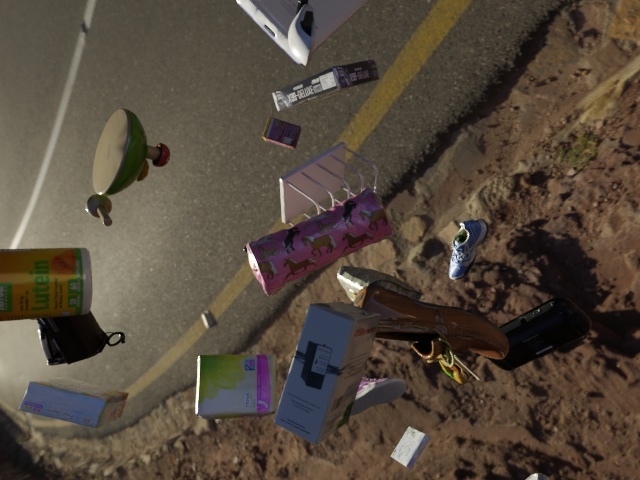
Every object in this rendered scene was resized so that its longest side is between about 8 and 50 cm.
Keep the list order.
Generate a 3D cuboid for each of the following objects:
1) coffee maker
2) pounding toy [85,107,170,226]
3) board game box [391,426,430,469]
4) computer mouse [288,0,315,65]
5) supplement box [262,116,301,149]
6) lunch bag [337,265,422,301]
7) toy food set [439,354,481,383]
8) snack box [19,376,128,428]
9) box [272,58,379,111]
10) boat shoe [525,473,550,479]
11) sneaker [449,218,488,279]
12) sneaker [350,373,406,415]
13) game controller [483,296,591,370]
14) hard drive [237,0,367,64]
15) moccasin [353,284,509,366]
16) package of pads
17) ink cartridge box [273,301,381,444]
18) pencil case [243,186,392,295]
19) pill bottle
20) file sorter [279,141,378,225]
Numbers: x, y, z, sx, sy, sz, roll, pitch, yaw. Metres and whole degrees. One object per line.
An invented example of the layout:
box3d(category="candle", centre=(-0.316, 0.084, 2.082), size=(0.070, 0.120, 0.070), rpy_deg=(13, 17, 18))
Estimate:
box3d(category="coffee maker", centre=(-0.557, 0.169, 1.140), size=(0.120, 0.171, 0.178), rpy_deg=(38, 145, 55))
box3d(category="pounding toy", centre=(-0.395, -0.146, 1.068), size=(0.183, 0.110, 0.236), rpy_deg=(18, 93, 50))
box3d(category="board game box", centre=(0.225, 0.520, 1.279), size=(0.020, 0.090, 0.090), rpy_deg=(39, 164, -8))
box3d(category="computer mouse", centre=(-0.036, -0.393, 0.925), size=(0.106, 0.042, 0.192), rpy_deg=(113, 161, -47))
box3d(category="supplement box", centre=(-0.095, -0.265, 1.259), size=(0.083, 0.043, 0.054), rpy_deg=(19, 90, 1))
box3d(category="lunch bag", centre=(0.223, 0.206, 2.075), size=(0.235, 0.287, 0.168), rpy_deg=(27, 93, 60))
box3d(category="toy food set", centre=(0.445, 0.429, 1.701), size=(0.132, 0.038, 0.192), rpy_deg=(44, 168, 2))
box3d(category="snack box", centre=(-0.574, 0.380, 1.209), size=(0.207, 0.175, 0.070), rpy_deg=(114, 170, -75))
box3d(category="box", centre=(0.018, -0.555, 1.828), size=(0.308, 0.242, 0.076), rpy_deg=(-5, 107, 45))
box3d(category="boat shoe", centre=(0.349, 0.490, 0.941), size=(0.063, 0.184, 0.066), rpy_deg=(49, 168, 9))
box3d(category="sneaker", centre=(0.433, 0.025, 1.563), size=(0.080, 0.081, 0.211), rpy_deg=(-127, 46, -55))
box3d(category="sneaker", centre=(0.206, 0.575, 2.038), size=(0.282, 0.161, 0.102), rpy_deg=(-25, 116, 18))
box3d(category="game controller", centre=(0.626, 0.284, 1.509), size=(0.319, 0.167, 0.067), rpy_deg=(-40, 30, 33))
box3d(category="hard drive", centre=(-0.036, -0.614, 1.302), size=(0.210, 0.318, 0.040), rpy_deg=(44, 149, -10))
box3d(category="moccasin", centre=(0.254, 0.217, 1.168), size=(0.139, 0.380, 0.146), rpy_deg=(136, 149, -59))
box3d(category="package of pads", centre=(-0.314, 0.550, 1.914), size=(0.101, 0.297, 0.229), rpy_deg=(111, 159, -63))
box3d(category="ink cartridge box", centre=(0.017, 0.213, 0.865), size=(0.087, 0.153, 0.208), rpy_deg=(18, 92, 23))
box3d(category="pencil case", centre=(0.000, 0.000, 1.342), size=(0.167, 0.386, 0.160), rpy_deg=(58, 172, 51))
box3d(category="pill bottle", centre=(-0.573, 0.083, 0.966), size=(0.136, 0.246, 0.136), rpy_deg=(3, 94, 60))
box3d(category="file sorter", centre=(0.030, -0.152, 1.656), size=(0.173, 0.278, 0.192), rpy_deg=(38, 147, 29))
